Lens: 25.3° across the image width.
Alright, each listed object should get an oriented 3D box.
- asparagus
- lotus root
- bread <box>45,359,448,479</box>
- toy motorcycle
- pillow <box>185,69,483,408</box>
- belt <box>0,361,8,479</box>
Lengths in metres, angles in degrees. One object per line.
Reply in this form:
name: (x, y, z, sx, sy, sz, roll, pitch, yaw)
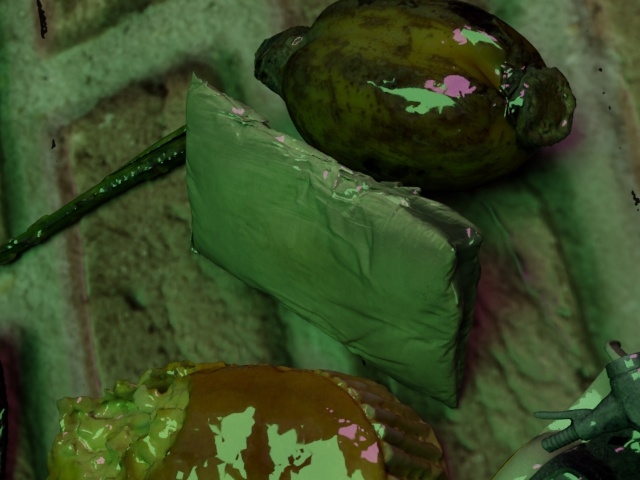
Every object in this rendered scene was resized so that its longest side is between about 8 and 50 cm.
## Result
asparagus: (-0.178, -0.021, 1.014, 0.233, 0.022, 0.023, -28, 110, 15)
lotus root: (0.051, -0.088, 0.865, 0.209, 0.120, 0.120, 14, 83, 29)
bread: (-0.052, 0.161, 0.840, 0.250, 0.133, 0.179, -7, 77, 26)
toy motorcycle: (0.140, 0.127, 0.736, 0.091, 0.157, 0.263, 44, 98, 20)
pillow: (0.000, 0.000, 0.866, 0.229, 0.050, 0.148, 33, 137, 32)
belt: (-0.320, 0.178, 0.942, 0.164, 0.184, 0.289, -1, 70, 31)
